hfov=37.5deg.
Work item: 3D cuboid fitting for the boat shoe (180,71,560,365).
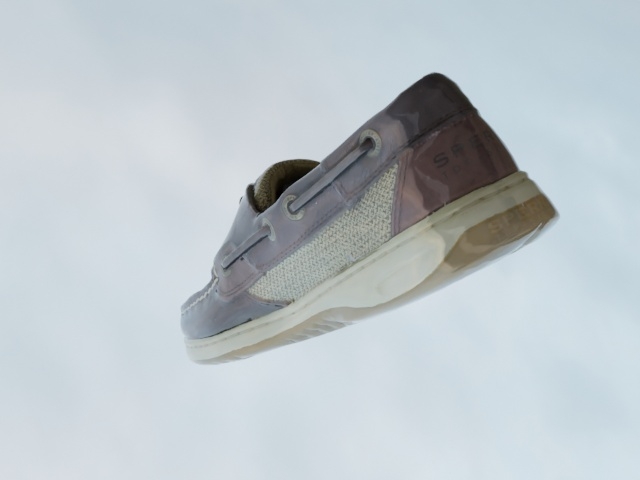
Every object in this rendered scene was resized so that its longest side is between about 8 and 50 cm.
[{"bbox_3d":[0.000,0.000,0.491,0.103,0.285,0.092,-19,-95,-33],"label":"boat shoe"}]
